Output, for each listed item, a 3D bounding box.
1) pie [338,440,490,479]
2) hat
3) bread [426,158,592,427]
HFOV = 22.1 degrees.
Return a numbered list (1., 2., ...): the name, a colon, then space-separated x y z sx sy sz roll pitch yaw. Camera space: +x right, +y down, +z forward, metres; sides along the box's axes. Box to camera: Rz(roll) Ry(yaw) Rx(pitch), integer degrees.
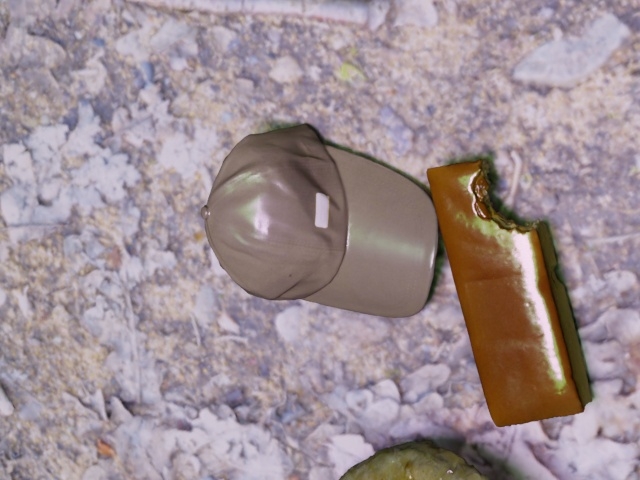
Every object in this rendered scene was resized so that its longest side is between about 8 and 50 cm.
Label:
1. pie: 0.087 0.307 1.411 0.277 0.078 0.277 -6 82 46
2. hat: 0.000 0.000 1.407 0.173 0.144 0.166 25 115 45
3. bread: 0.158 0.039 1.370 0.088 0.049 0.226 -12 94 29
